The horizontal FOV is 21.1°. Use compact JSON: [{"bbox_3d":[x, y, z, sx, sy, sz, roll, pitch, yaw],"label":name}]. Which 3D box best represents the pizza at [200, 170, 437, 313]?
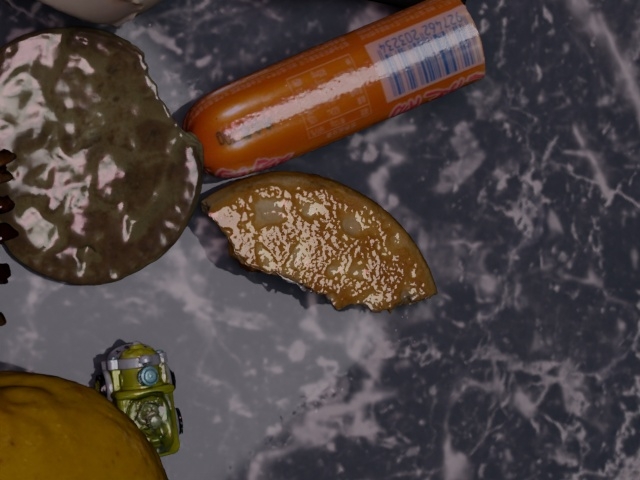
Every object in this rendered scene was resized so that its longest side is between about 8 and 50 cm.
[{"bbox_3d":[-0.001,0.001,1.647,0.246,0.058,0.127,9,83,-17],"label":"pizza"}]

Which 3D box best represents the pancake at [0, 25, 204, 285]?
[{"bbox_3d":[-0.220,-0.078,1.569,0.236,0.042,0.222,38,97,-5],"label":"pancake"}]

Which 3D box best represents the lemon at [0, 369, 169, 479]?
[{"bbox_3d":[-0.254,0.256,1.436,0.297,0.297,0.297,1,88,-18],"label":"lemon"}]

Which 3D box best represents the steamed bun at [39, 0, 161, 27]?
[{"bbox_3d":[-0.201,-0.354,1.454,0.309,0.309,0.309,1,88,-18],"label":"steamed bun"}]

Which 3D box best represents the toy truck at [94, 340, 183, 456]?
[{"bbox_3d":[-0.163,0.147,1.580,0.076,0.077,0.111,-8,91,-18],"label":"toy truck"}]

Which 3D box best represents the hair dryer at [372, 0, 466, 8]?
[{"bbox_3d":[0.027,-0.395,1.661,0.303,0.120,0.360,12,76,-26],"label":"hair dryer"}]

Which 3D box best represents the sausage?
[{"bbox_3d":[-0.002,-0.135,1.620,0.312,0.093,0.093,-24,96,-8],"label":"sausage"}]

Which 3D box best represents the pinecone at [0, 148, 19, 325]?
[{"bbox_3d":[-0.362,-0.002,1.442,0.246,0.246,0.292,-17,104,-18],"label":"pinecone"}]
